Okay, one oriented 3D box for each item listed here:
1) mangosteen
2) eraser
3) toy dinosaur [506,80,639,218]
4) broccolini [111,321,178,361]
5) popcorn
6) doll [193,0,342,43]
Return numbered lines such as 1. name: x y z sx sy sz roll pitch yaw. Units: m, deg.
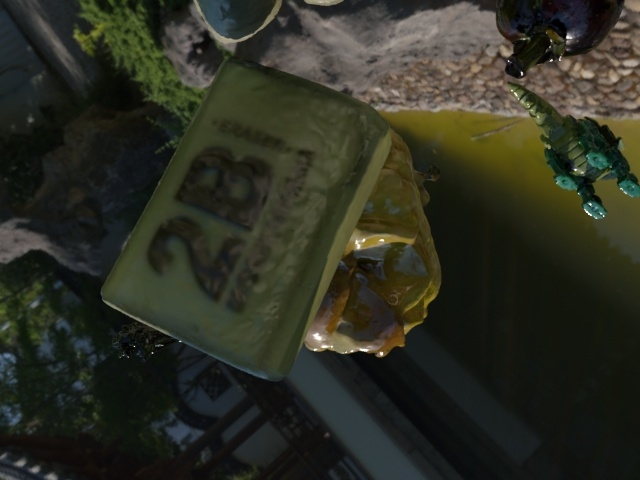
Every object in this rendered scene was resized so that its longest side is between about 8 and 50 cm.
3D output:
1. mangosteen: 0.433 -0.415 1.118 0.231 0.289 0.231 26 172 4
2. eraser: -0.041 -0.016 0.361 0.117 0.172 0.058 23 169 13
3. toy dinosaur: 0.359 -0.137 0.844 0.259 0.094 0.153 27 -139 -27
4. broccolini: -0.195 0.132 0.895 0.123 0.271 0.062 13 102 35
5. popcorn: 0.000 0.000 0.854 0.349 0.381 0.349 -14 -90 -82
6. doll: -0.015 -0.226 0.305 0.149 0.175 0.278 22 154 13
